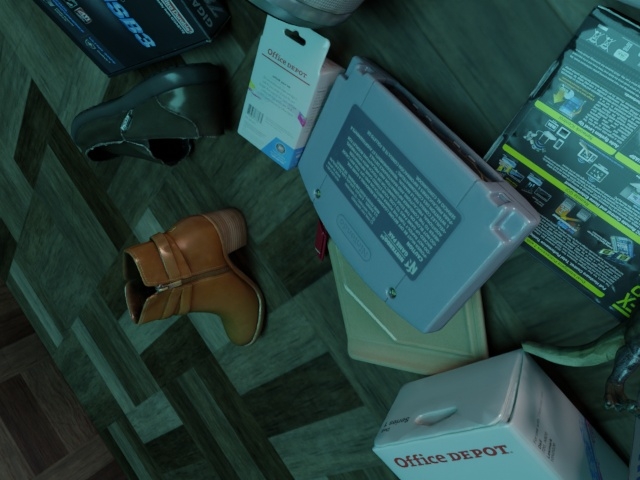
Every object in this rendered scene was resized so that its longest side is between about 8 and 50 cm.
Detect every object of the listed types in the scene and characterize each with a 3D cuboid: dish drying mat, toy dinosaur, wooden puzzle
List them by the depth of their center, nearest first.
[{"bbox_3d":[0.284,0.086,0.389,0.064,0.118,0.268,31,135,-12],"label":"toy dinosaur"},{"bbox_3d":[0.115,0.065,0.643,0.221,0.044,0.238,1,106,39],"label":"wooden puzzle"},{"bbox_3d":[0.000,0.000,0.695,0.083,0.008,0.032,97,157,-61],"label":"dish drying mat"}]

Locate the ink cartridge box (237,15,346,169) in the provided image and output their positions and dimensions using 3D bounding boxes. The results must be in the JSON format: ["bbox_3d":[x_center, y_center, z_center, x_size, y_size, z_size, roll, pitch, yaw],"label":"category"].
[{"bbox_3d":[-0.037,-0.201,0.624,0.104,0.062,0.181,39,130,18],"label":"ink cartridge box"}]

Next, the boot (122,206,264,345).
[{"bbox_3d":[-0.207,0.098,0.792,0.109,0.220,0.283,17,120,32],"label":"boot"}]

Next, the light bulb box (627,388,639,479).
[{"bbox_3d":[0.480,0.202,0.283,0.358,0.225,0.361,45,130,14],"label":"light bulb box"}]

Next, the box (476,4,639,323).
[{"bbox_3d":[0.297,-0.046,0.428,0.270,0.060,0.216,41,131,17],"label":"box"}]

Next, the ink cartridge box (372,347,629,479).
[{"bbox_3d":[0.233,0.285,0.559,0.278,0.117,0.201,48,133,-6],"label":"ink cartridge box"}]

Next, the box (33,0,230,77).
[{"bbox_3d":[-0.323,-0.392,0.664,0.294,0.073,0.295,4,147,38],"label":"box"}]

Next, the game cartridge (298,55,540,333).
[{"bbox_3d":[0.083,-0.052,0.547,0.297,0.062,0.198,56,138,31],"label":"game cartridge"}]

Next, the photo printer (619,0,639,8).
[{"bbox_3d":[0.281,-0.309,0.285,0.256,0.107,0.307,40,130,17],"label":"photo printer"}]

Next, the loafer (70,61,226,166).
[{"bbox_3d":[-0.300,-0.181,0.796,0.366,0.134,0.130,-8,104,41],"label":"loafer"}]

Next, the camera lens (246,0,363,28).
[{"bbox_3d":[0.012,-0.351,0.406,0.274,0.219,0.219,-35,86,43],"label":"camera lens"}]
